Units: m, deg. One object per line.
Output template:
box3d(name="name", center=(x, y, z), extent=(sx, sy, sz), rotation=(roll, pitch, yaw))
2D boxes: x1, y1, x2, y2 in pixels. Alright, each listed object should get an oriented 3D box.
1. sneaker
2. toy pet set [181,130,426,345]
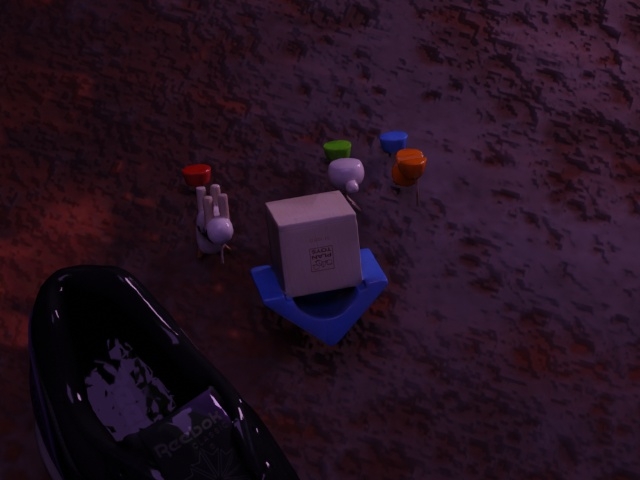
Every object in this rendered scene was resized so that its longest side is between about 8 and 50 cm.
box3d(name="sneaker", center=(-0.047, 0.130, 0.698), extent=(0.107, 0.124, 0.283), rotation=(-32, 62, -18))
box3d(name="toy pet set", center=(0.000, 0.000, 0.835), extent=(0.122, 0.065, 0.114), rotation=(-10, 23, -9))
